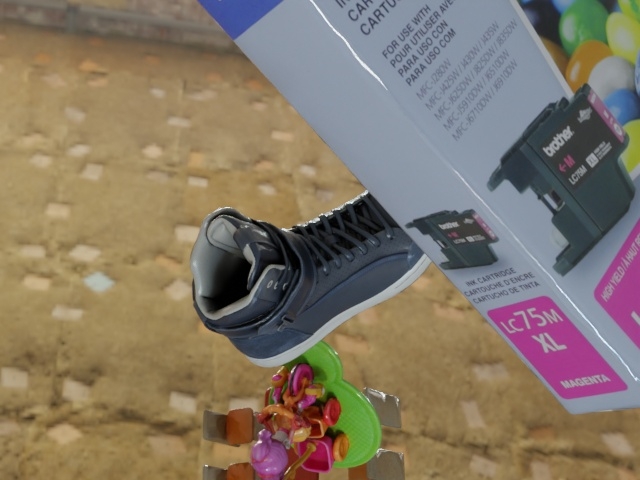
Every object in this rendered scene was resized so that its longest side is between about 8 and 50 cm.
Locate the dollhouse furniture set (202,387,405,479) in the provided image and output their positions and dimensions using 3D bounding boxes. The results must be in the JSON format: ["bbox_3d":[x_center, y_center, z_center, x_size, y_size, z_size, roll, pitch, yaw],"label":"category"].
[{"bbox_3d":[-0.037,0.316,1.474,0.262,0.259,0.135,-12,159,28],"label":"dollhouse furniture set"}]

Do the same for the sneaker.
[{"bbox_3d":[0.001,0.002,0.890,0.086,0.226,0.163,50,-178,30],"label":"sneaker"}]

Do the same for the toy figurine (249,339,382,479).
[{"bbox_3d":[-0.030,0.208,1.132,0.130,0.173,0.159,4,-148,25],"label":"toy figurine"}]

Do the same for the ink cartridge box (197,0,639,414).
[{"bbox_3d":[0.070,-0.098,0.483,0.311,0.065,0.186,46,-121,-12],"label":"ink cartridge box"}]
